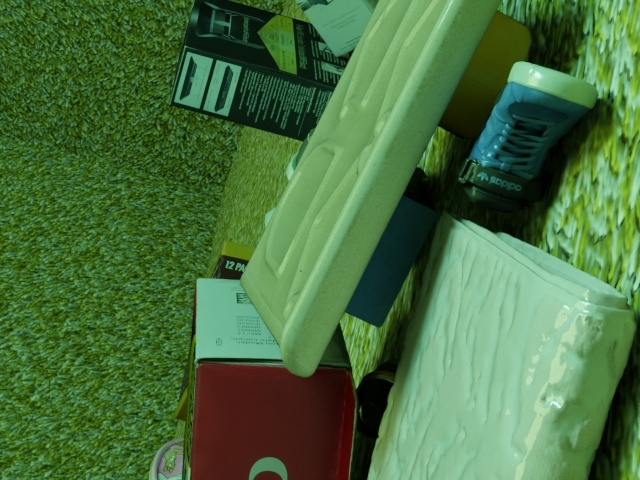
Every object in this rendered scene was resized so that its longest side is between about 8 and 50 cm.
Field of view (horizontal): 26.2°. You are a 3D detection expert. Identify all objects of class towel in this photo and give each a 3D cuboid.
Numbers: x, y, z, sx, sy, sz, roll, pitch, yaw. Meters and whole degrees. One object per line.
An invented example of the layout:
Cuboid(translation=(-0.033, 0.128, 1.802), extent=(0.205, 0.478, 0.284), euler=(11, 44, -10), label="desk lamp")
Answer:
Cuboid(translation=(0.079, 0.161, 0.814), extent=(0.317, 0.053, 0.332), euler=(-121, 45, -79), label="towel")

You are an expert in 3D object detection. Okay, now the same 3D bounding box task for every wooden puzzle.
Cuboid(translation=(0.051, -0.069, 1.038), extent=(0.322, 0.080, 0.348), euler=(-63, 9, 4), label="wooden puzzle")

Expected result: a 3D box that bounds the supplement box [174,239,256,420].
Cuboid(translation=(-0.098, 0.134, 1.803), extent=(0.191, 0.129, 0.194), euler=(122, 161, -65), label="supplement box")

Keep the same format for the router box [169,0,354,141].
Cuboid(translation=(-0.060, -0.221, 1.768), extent=(0.309, 0.243, 0.081), euler=(-94, 20, -68), label="router box")

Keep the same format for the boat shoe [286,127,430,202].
Cuboid(translation=(0.039, -0.066, 1.317), extent=(0.305, 0.109, 0.091), euler=(-118, 44, -70), label="boat shoe")

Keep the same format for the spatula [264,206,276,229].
Cuboid(translation=(0.003, -0.034, 1.533), extent=(0.168, 0.019, 0.242), euler=(-33, 20, 11), label="spatula")

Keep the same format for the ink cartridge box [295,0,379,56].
Cuboid(translation=(0.005, -0.351, 1.734), extent=(0.082, 0.191, 0.140), euler=(-26, 33, 23), label="ink cartridge box")

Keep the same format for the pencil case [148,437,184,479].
Cuboid(translation=(-0.189, 0.435, 1.810), extent=(0.167, 0.160, 0.386), euler=(50, 131, 44), label="pencil case")

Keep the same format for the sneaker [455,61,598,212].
Cuboid(translation=(0.125, -0.058, 0.853), extent=(0.152, 0.058, 0.085), euler=(163, 127, -86), label="sneaker")

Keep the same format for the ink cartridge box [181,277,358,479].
Cuboid(translation=(-0.053, 0.219, 1.160), extent=(0.272, 0.130, 0.309), euler=(-107, 21, -73), label="ink cartridge box")

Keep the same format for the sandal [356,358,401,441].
Cuboid(translation=(0.049, 0.133, 1.079), extent=(0.180, 0.049, 0.072), euler=(-127, 52, -80), label="sandal")
